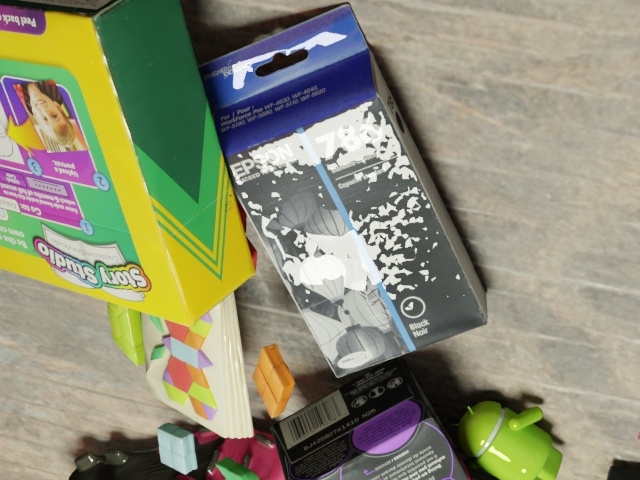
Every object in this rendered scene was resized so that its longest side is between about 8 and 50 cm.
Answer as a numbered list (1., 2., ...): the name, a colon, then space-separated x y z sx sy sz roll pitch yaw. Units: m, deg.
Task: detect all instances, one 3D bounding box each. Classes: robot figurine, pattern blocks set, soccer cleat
1. robot figurine: 0.190 0.210 1.395 0.115 0.067 0.101 32 139 -2
2. pattern blocks set: -0.133 0.109 1.404 0.285 0.026 0.325 3 110 49
3. soccer cleat: -0.147 0.296 1.589 0.331 0.116 0.143 -10 136 31

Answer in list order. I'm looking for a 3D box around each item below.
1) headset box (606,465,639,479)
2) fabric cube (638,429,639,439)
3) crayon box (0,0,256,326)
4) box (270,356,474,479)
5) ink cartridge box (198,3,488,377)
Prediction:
1. headset box: 0.405 0.372 1.377 0.246 0.131 0.283 6 128 20
2. fabric cube: 0.399 0.025 1.007 0.258 0.254 0.259 13 152 13
3. crayon box: -0.257 -0.105 1.268 0.363 0.106 0.313 14 132 36
4. box: 0.086 0.286 1.410 0.165 0.143 0.270 -28 113 1
5. ink cartridge box: 0.020 -0.037 1.262 0.165 0.065 0.333 -21 115 16
